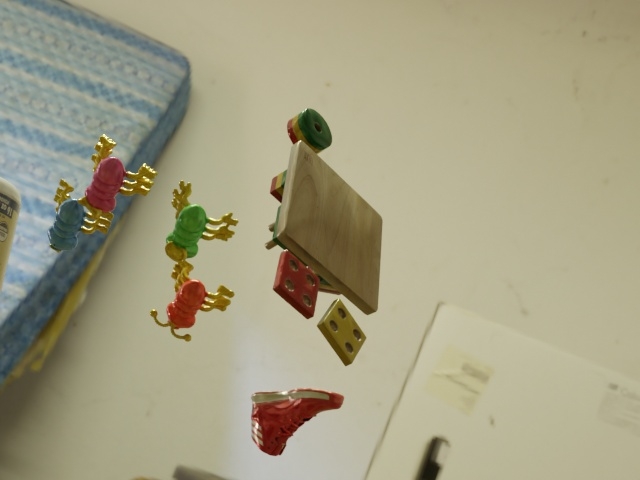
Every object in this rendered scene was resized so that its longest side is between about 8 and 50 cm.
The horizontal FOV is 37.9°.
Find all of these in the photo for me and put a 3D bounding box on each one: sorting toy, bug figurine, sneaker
[{"bbox_3d":[0.000,0.000,0.901,0.046,0.275,0.132,-29,-55,30],"label":"sorting toy"},{"bbox_3d":[-0.233,-0.003,1.179,0.279,0.072,0.216,32,-49,5],"label":"bug figurine"},{"bbox_3d":[-0.047,0.362,1.838,0.221,0.128,0.087,-12,-24,40],"label":"sneaker"}]

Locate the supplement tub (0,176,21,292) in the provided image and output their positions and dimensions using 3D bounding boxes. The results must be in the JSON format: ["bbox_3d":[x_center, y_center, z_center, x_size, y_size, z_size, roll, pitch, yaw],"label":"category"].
[{"bbox_3d":[-0.658,0.039,1.599,0.228,0.316,0.228,7,-15,2],"label":"supplement tub"}]
